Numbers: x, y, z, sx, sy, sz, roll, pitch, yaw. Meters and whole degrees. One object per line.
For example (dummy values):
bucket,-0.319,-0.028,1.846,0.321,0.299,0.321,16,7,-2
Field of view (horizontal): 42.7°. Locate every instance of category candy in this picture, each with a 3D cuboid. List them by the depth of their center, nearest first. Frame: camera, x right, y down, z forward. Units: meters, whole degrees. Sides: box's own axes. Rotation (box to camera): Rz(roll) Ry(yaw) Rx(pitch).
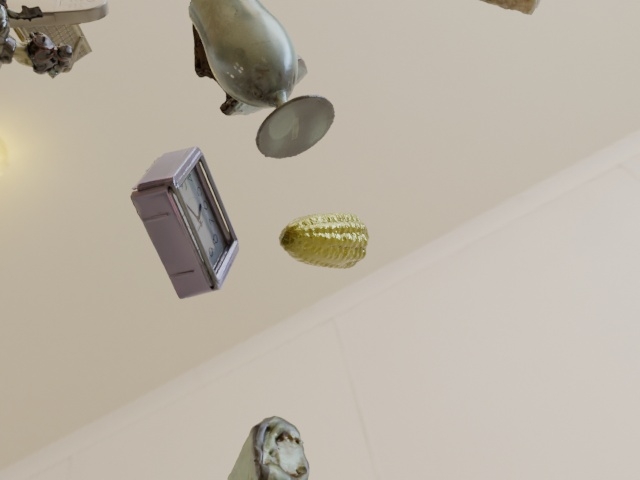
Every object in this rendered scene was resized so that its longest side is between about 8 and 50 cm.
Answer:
candy,0.000,0.000,1.369,0.106,0.094,0.199,-35,162,27

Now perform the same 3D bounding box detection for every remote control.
remote control,-0.408,-0.306,1.092,0.245,0.022,0.077,-6,-141,-9

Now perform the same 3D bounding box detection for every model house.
model house,-0.115,-0.278,1.218,0.106,0.152,0.165,-45,171,26

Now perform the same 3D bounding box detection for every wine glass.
wine glass,-0.068,-0.188,0.866,0.093,0.093,0.202,-32,-118,1

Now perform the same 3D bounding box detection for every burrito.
burrito,-0.085,0.334,0.960,0.144,0.089,0.228,-96,-151,-66

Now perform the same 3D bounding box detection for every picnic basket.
picnic basket,-0.430,-0.341,1.253,0.079,0.164,0.115,-37,-107,-11

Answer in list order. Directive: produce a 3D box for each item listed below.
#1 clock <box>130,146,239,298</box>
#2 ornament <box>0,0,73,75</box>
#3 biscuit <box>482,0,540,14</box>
clock,-0.199,-0.028,1.234,0.073,0.193,0.144,-13,-154,15
ornament,-0.367,-0.227,0.870,0.153,0.196,0.166,31,-77,53
biscuit,0.121,-0.445,1.164,0.426,0.144,0.078,23,-142,16
